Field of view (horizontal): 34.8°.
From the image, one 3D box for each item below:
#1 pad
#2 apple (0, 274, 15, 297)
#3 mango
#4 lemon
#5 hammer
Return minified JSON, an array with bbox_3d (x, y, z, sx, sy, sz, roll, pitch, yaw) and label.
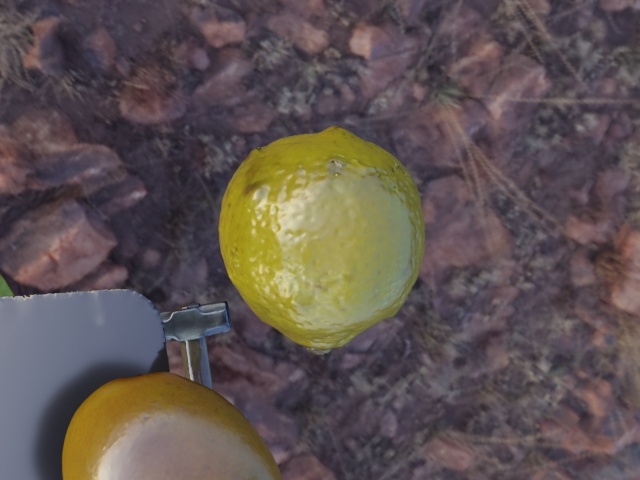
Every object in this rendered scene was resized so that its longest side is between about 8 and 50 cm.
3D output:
[{"bbox_3d":[-0.267,0.231,0.991,0.315,0.063,0.375,-4,97,12],"label":"pad"},{"bbox_3d":[-0.511,0.189,1.232,0.374,0.374,0.384,-11,139,-31],"label":"apple"},{"bbox_3d":[-0.109,0.203,0.836,0.151,0.221,0.120,-49,174,-18],"label":"mango"},{"bbox_3d":[0.000,0.000,1.704,0.350,0.350,0.387,-5,107,-34],"label":"lemon"},{"bbox_3d":[-0.149,0.264,1.335,0.111,0.043,0.365,-8,93,0],"label":"hammer"}]
